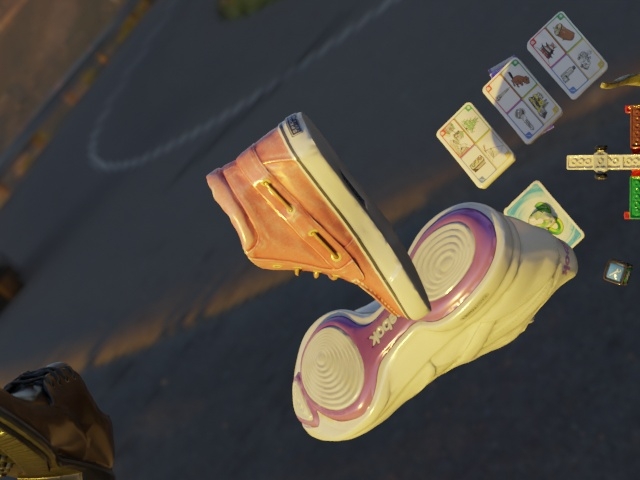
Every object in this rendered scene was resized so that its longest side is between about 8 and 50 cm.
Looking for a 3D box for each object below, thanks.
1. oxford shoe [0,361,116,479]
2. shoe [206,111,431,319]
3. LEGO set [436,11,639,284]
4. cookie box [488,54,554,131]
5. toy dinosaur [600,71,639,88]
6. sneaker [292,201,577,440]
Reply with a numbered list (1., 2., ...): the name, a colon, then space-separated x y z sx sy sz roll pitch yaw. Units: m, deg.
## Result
1. oxford shoe: -0.219 0.131 1.273 0.227 0.083 0.096 51 -141 -65
2. shoe: 0.000 0.000 1.158 0.081 0.178 0.063 -31 30 11
3. LEGO set: 0.258 -0.077 1.707 0.182 0.244 0.060 -45 -19 20
4. cookie box: 0.232 -0.165 2.001 0.040 0.092 0.107 -27 5 8
5. toy dinosaur: 0.451 -0.175 2.079 0.118 0.268 0.064 104 159 -61
6. sneaker: 0.096 0.086 1.471 0.305 0.152 0.114 -42 54 37
